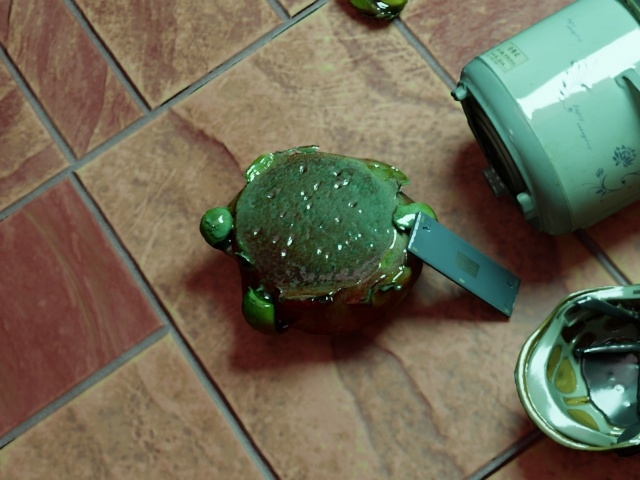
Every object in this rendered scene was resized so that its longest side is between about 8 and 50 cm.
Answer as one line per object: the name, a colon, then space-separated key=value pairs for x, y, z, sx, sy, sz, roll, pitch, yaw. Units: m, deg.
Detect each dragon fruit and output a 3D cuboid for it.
dragon fruit: x=0.000 y=0.000 z=1.644 sx=0.295 sy=0.130 sz=0.268 roll=8 pitch=68 yaw=14

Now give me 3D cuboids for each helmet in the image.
helmet: x=0.346 y=0.158 z=1.509 sx=0.224 sy=0.130 sz=0.198 roll=-24 pitch=60 yaw=11

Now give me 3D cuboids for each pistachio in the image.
pistachio: x=0.064 y=-0.371 z=1.839 sx=0.089 sy=0.049 sz=0.173 roll=-5 pitch=61 yaw=-18

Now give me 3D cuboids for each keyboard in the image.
keyboard: x=0.174 y=0.030 z=1.592 sx=0.014 sy=0.176 sz=0.055 roll=-20 pitch=46 yaw=51

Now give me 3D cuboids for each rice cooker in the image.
rice cooker: x=0.329 y=-0.163 z=1.584 sx=0.316 sy=0.316 sz=0.264 roll=-30 pitch=101 yaw=-3
